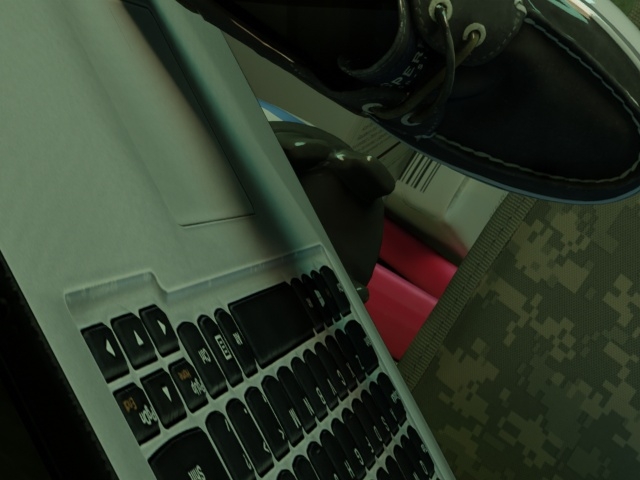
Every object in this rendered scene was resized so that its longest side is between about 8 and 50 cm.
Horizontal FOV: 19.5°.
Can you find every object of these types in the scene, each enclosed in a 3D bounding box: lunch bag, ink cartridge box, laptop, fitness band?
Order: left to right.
[{"bbox_3d":[0.000,0.000,1.180,0.291,0.054,0.209,29,8,-24],"label":"fitness band"},{"bbox_3d":[0.044,-0.035,1.461,0.308,0.091,0.385,28,-13,29],"label":"ink cartridge box"},{"bbox_3d":[0.107,0.047,0.523,0.408,0.236,0.382,62,8,2],"label":"laptop"},{"bbox_3d":[0.188,0.044,0.800,0.235,0.287,0.169,38,5,19],"label":"lunch bag"}]

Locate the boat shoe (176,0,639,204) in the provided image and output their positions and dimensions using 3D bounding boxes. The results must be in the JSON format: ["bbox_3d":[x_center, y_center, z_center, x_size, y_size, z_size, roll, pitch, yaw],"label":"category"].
[{"bbox_3d":[0.018,-0.074,0.592,0.228,0.080,0.076,35,24,-11],"label":"boat shoe"}]

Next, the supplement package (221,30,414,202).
[{"bbox_3d":[-0.010,-0.144,0.965,0.177,0.293,0.175,35,30,11],"label":"supplement package"}]

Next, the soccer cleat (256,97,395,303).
[{"bbox_3d":[-0.113,-0.037,0.770,0.143,0.116,0.331,5,-15,43],"label":"soccer cleat"}]
